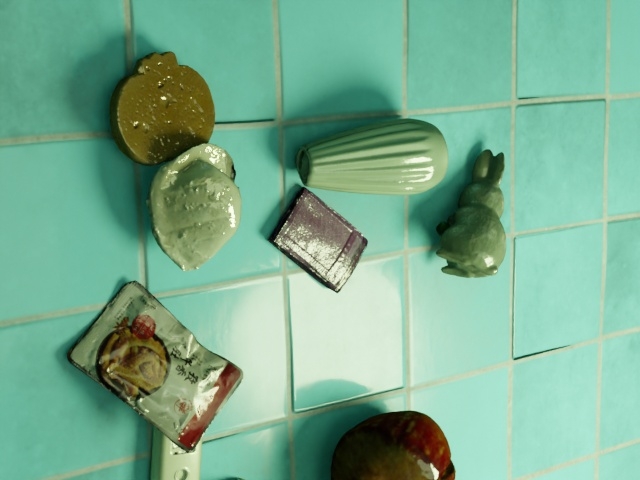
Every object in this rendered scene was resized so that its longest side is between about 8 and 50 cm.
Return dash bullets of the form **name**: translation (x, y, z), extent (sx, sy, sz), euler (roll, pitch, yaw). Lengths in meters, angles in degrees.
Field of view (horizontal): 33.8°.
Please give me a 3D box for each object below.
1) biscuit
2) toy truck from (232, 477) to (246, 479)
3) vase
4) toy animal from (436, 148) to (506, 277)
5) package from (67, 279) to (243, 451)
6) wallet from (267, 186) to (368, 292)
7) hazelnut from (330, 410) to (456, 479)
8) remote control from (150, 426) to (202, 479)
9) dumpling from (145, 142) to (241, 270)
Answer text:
- **biscuit**: translation (-0.236, -0.193, 1.541), extent (0.170, 0.050, 0.170), euler (0, 90, -38)
- **toy truck**: translation (-0.068, 0.465, 1.727), extent (0.191, 0.116, 0.085), euler (31, 80, -34)
- **vase**: translation (0.082, -0.131, 1.719), extent (0.248, 0.128, 0.128), euler (-7, 103, -23)
- **toy animal**: translation (0.287, -0.039, 1.878), extent (0.236, 0.138, 0.108), euler (-59, 155, -27)
- **package**: translation (-0.242, 0.188, 1.583), extent (0.239, 0.030, 0.154), euler (42, 71, -15)
- **wallet**: translation (0.001, 0.000, 1.740), extent (0.166, 0.030, 0.111), euler (39, 78, -31)
- **hazelnut**: translation (0.117, 0.397, 1.805), extent (0.218, 0.218, 0.234), euler (32, 99, -33)
- **remote control**: translation (-0.220, 0.307, 1.643), extent (0.078, 0.042, 0.221), euler (0, 98, -35)
- **dumpling**: translation (-0.192, -0.054, 1.558), extent (0.150, 0.092, 0.176), euler (20, 117, -30)
